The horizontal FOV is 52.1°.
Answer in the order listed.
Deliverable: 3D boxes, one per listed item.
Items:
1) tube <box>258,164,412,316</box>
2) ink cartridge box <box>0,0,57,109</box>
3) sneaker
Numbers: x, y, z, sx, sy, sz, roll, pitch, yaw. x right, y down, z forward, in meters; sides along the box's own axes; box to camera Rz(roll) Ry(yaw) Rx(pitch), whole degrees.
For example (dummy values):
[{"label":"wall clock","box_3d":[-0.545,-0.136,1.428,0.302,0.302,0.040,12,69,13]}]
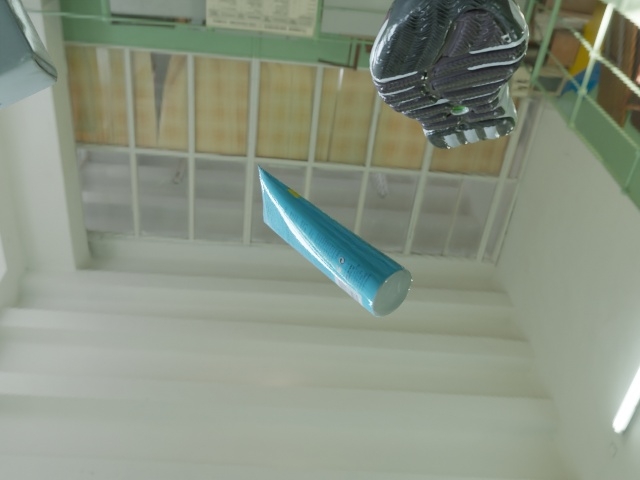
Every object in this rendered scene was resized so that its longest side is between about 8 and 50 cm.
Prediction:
[{"label":"tube","box_3d":[0.000,0.000,0.663,0.052,0.080,0.207,-27,-133,-32]},{"label":"ink cartridge box","box_3d":[-0.352,-0.185,0.442,0.239,0.275,0.060,-27,-178,-3]},{"label":"sneaker","box_3d":[0.094,-0.182,0.512,0.106,0.163,0.281,-8,171,13]}]
